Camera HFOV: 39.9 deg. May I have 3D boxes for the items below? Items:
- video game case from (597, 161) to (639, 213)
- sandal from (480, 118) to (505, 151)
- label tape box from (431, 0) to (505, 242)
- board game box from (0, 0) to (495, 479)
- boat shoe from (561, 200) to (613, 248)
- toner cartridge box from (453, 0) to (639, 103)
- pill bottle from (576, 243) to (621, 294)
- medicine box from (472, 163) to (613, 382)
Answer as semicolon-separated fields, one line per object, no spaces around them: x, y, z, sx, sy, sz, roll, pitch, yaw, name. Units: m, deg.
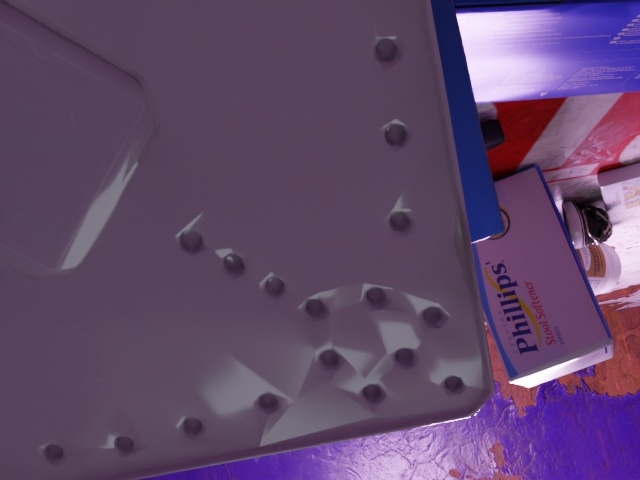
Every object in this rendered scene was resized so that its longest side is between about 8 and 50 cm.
0.544;-0.097;1.343;0.227;0.026;0.206;-15;165;18;video game case
0.078;-0.099;0.974;0.254;0.054;0.097;-16;175;-18;sandal
-0.070;-0.069;0.576;0.333;0.241;0.106;-24;159;40;label tape box
-0.141;-0.055;0.409;0.390;0.390;0.050;-12;-155;5;board game box
0.440;-0.029;1.446;0.070;0.078;0.219;-13;174;20;boat shoe
0.197;-0.176;0.683;0.348;0.075;0.165;-7;164;-16;toner cartridge box
0.458;0.048;1.634;0.229;0.131;0.131;4;160;-45;pill bottle
0.309;0.065;1.290;0.149;0.263;0.289;-23;164;12;medicine box
